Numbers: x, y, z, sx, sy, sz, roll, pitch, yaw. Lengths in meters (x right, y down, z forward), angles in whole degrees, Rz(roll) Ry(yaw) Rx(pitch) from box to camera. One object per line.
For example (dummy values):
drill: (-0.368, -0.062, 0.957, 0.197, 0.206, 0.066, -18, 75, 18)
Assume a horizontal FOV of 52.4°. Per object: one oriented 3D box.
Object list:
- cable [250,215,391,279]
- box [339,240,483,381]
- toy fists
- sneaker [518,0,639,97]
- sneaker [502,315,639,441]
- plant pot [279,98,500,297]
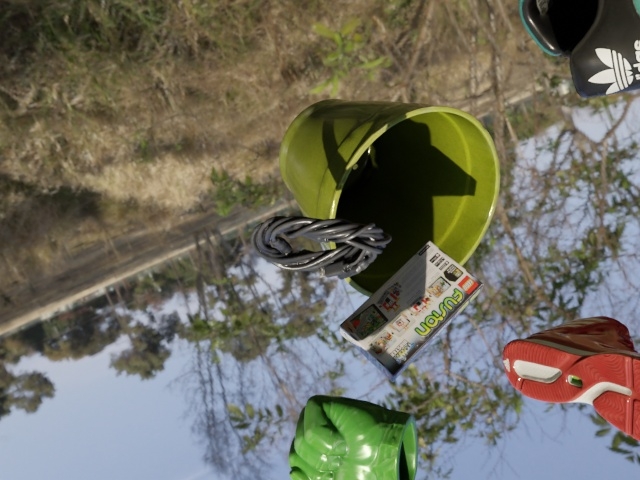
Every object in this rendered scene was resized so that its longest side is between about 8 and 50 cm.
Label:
cable: (0.000, 0.000, 0.801, 0.150, 0.047, 0.184, 20, 158, -23)
box: (0.141, 0.106, 1.008, 0.207, 0.114, 0.036, -41, 157, -17)
toy fists: (0.037, 0.302, 0.764, 0.142, 0.279, 0.096, 6, -149, 25)
sneaker: (0.186, -0.206, 0.449, 0.121, 0.108, 0.302, -21, -141, 19)
sneaker: (0.299, 0.116, 0.619, 0.128, 0.087, 0.221, -22, -155, -35)
plant pot: (0.095, -0.126, 1.286, 0.366, 0.367, 0.353, -25, -145, -17)
